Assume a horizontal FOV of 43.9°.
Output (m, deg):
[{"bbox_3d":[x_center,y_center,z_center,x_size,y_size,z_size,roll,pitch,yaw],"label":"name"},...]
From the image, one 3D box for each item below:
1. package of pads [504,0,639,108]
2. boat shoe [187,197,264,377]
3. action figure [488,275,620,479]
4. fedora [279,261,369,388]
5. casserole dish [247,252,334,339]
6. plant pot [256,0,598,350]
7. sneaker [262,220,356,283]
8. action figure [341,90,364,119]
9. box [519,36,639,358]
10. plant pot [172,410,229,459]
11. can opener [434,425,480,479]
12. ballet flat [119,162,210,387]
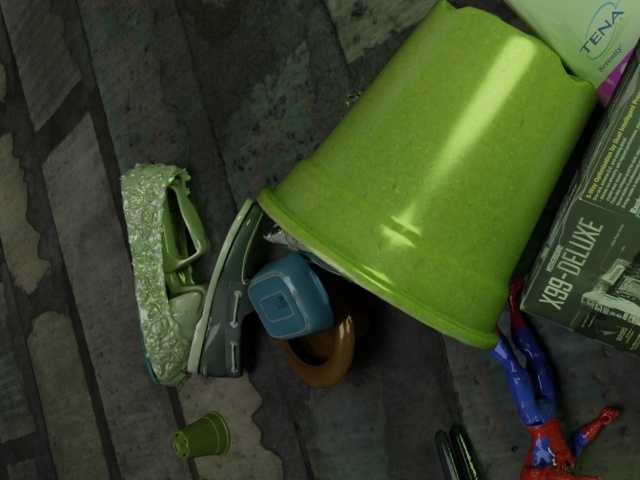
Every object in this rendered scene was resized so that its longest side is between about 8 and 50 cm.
[{"bbox_3d":[0.303,-0.263,0.750,0.296,0.101,0.229,57,131,24],"label":"package of pads"},{"bbox_3d":[-0.133,0.086,1.302,0.099,0.116,0.319,18,107,-2],"label":"boat shoe"},{"bbox_3d":[0.262,0.174,0.868,0.139,0.091,0.280,-21,81,56],"label":"action figure"},{"bbox_3d":[0.009,0.117,1.141,0.194,0.079,0.194,15,109,54],"label":"fedora"},{"bbox_3d":[-0.047,0.083,1.074,0.114,0.037,0.188,62,152,-1],"label":"casserole dish"},{"bbox_3d":[0.121,-0.075,0.767,0.276,0.276,0.254,39,100,37],"label":"plant pot"},{"bbox_3d":[0.000,0.000,1.077,0.110,0.107,0.275,49,175,-20],"label":"sneaker"},{"bbox_3d":[0.093,-0.107,1.005,0.285,0.099,0.185,-12,97,51],"label":"action figure"},{"bbox_3d":[0.341,-0.030,0.670,0.242,0.076,0.307,21,119,8],"label":"box"},{"bbox_3d":[-0.219,0.357,1.424,0.083,0.079,0.083,10,104,45],"label":"plant pot"},{"bbox_3d":[0.186,0.327,0.999,0.073,0.059,0.186,-33,73,45],"label":"can opener"},{"bbox_3d":[-0.258,0.056,1.391,0.147,0.147,0.409,-13,87,47],"label":"ballet flat"}]
